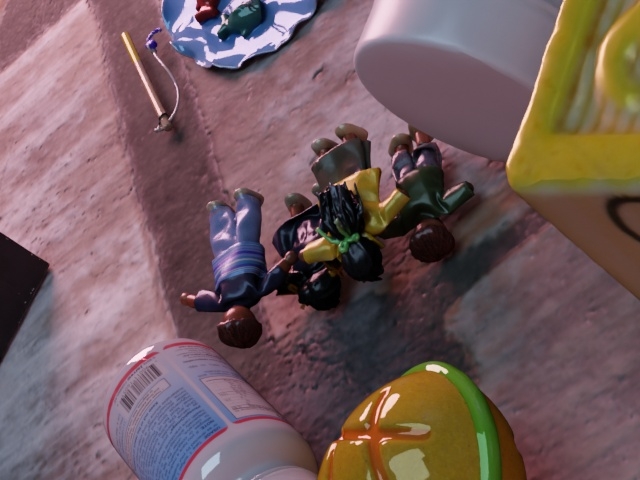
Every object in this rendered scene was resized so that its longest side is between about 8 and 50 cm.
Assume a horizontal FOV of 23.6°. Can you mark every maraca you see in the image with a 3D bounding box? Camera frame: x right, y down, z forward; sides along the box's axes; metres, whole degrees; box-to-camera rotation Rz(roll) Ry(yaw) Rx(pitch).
[{"bbox_3d":[0.042,0.150,0.763,0.127,0.099,0.185,48,124,60],"label":"maraca"}]

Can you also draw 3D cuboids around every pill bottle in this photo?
[{"bbox_3d":[0.133,-0.198,0.867,0.161,0.161,0.283,8,68,47],"label":"pill bottle"},{"bbox_3d":[-0.056,0.127,0.877,0.087,0.087,0.160,-53,40,1],"label":"pill bottle"}]

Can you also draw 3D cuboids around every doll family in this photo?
[{"bbox_3d":[0.000,0.000,0.931,0.193,0.076,0.111,-33,48,31],"label":"doll family"}]

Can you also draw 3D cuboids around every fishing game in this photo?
[{"bbox_3d":[-0.055,-0.216,1.160,0.264,0.041,0.189,-39,44,17],"label":"fishing game"}]

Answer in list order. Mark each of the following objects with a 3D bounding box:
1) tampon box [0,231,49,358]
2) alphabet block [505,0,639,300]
[{"bbox_3d":[-0.314,0.024,1.175,0.161,0.120,0.101,11,70,48],"label":"tampon box"},{"bbox_3d":[0.228,-0.058,0.647,0.192,0.197,0.193,1,63,44],"label":"alphabet block"}]
